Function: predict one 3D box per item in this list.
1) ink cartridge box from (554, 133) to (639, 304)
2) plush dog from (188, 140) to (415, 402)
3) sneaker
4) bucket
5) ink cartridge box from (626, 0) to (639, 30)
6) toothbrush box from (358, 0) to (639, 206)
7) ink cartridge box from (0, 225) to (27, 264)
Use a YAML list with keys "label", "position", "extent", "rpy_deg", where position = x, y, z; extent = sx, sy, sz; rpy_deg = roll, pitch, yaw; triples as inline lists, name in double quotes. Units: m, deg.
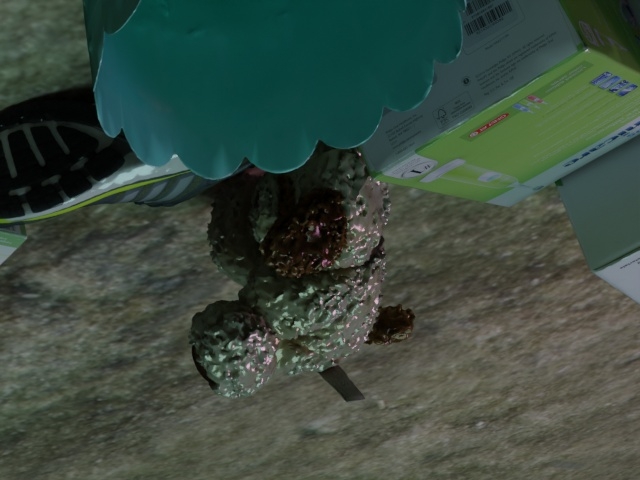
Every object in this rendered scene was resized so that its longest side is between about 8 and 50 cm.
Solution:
- label: "ink cartridge box"
  position: [0.343, -0.039, 1.501]
  extent: [0.121, 0.211, 0.289]
  rpy_deg: [-31, 149, 22]
- label: "plush dog"
  position: [0.000, 0.000, 1.353]
  extent: [0.210, 0.262, 0.225]
  rpy_deg: [9, 131, -3]
- label: "sneaker"
  position: [-0.176, -0.064, 1.316]
  extent: [0.300, 0.111, 0.121]
  rpy_deg: [-13, 155, 0]
- label: "bucket"
  position: [-0.046, -0.195, 1.073]
  extent: [0.281, 0.183, 0.281]
  rpy_deg: [-12, 151, -7]
- label: "ink cartridge box"
  position: [0.352, -0.200, 1.261]
  extent: [0.128, 0.176, 0.127]
  rpy_deg: [7, 144, -34]
- label: "toothbrush box"
  position: [0.167, -0.135, 1.279]
  extent: [0.206, 0.122, 0.283]
  rpy_deg: [-31, 161, 25]
- label: "ink cartridge box"
  position: [-0.411, 0.023, 1.405]
  extent: [0.171, 0.056, 0.235]
  rpy_deg: [14, 138, -42]
